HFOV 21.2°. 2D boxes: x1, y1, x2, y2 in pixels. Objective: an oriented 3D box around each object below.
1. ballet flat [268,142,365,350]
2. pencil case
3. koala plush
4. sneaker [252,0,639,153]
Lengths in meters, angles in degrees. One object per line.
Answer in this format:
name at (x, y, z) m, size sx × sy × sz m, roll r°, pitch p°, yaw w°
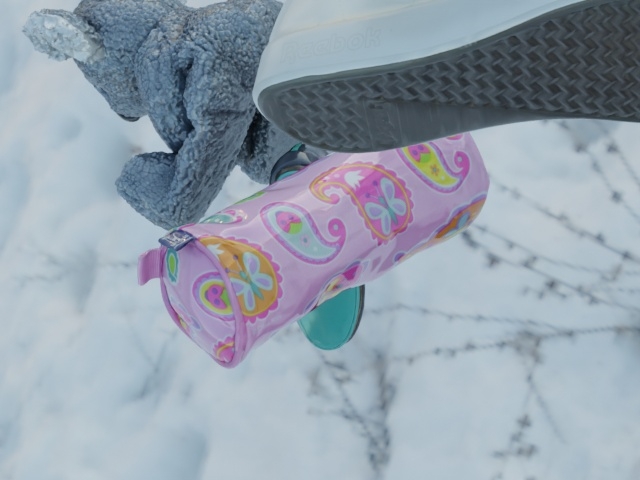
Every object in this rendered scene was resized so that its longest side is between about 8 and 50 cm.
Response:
ballet flat at (0.000, 0.000, 1.484) m, size 0.074 × 0.203 × 0.074 m, roll -8°, pitch 35°, yaw 6°
pencil case at (0.000, -0.010, 1.340) m, size 0.124 × 0.284 × 0.124 m, roll 36°, pitch 141°, yaw 36°
koala plush at (-0.134, -0.160, 1.507) m, size 0.221 × 0.196 × 0.203 m, roll 34°, pitch 129°, yaw 23°
sneaker at (0.105, -0.117, 0.710) m, size 0.290 × 0.106 × 0.123 m, roll -3°, pitch 60°, yaw 31°
